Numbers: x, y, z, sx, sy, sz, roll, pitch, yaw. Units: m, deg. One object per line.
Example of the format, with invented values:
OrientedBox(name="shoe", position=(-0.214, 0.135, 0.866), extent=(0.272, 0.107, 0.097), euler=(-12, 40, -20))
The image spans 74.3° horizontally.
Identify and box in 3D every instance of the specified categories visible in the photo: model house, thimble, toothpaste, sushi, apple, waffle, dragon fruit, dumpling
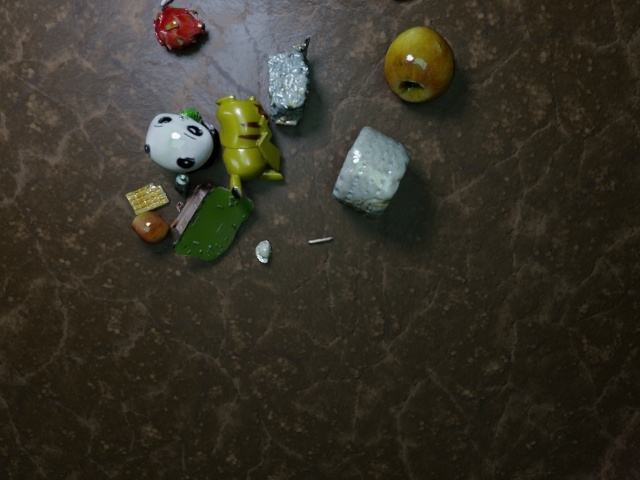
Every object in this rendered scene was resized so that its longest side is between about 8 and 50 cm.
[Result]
OrientedBox(name="model house", position=(-0.402, -0.089, 1.516), extent=(0.207, 0.154, 0.293), euler=(18, 115, -50))
OrientedBox(name="thimble", position=(0.164, -0.220, 1.430), extent=(0.195, 0.291, 0.291), euler=(27, 99, -1))
OrientedBox(name="toothpaste", position=(-0.472, -0.187, 1.435), extent=(0.060, 0.233, 0.038), euler=(40, 72, -12))
OrientedBox(name="sushi", position=(-0.105, -0.522, 1.400), extent=(0.140, 0.184, 0.273), euler=(0, 99, -5))
OrientedBox(name="apple", position=(0.328, -0.580, 1.394), extent=(0.237, 0.237, 0.207), euler=(26, 72, -8))
OrientedBox(name="apple", position=(-0.602, -0.047, 1.504), extent=(0.102, 0.126, 0.126), euler=(-45, 100, -10))
OrientedBox(name="waffle", position=(-0.625, -0.154, 1.531), extent=(0.135, 0.021, 0.092), euler=(-25, 101, 2))
OrientedBox(name="dragon fruit", position=(-0.462, -0.693, 1.376), extent=(0.166, 0.133, 0.136), euler=(-5, 95, 0))
OrientedBox(name="dumpling", position=(-0.215, 0.040, 1.583), extent=(0.060, 0.043, 0.077), euler=(4, 118, 13))

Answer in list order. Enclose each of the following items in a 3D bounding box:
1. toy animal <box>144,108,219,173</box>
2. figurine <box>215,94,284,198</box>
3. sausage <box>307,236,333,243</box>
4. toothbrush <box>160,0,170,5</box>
OrientedBox(name="toy animal", position=(-0.446, -0.326, 1.386), extent=(0.213, 0.267, 0.212), euler=(0, 97, -1))
OrientedBox(name="figurine", position=(-0.245, -0.325, 1.446), extent=(0.218, 0.169, 0.326), euler=(-18, 115, -42))
OrientedBox(name="sausage", position=(0.000, 0.000, 1.597), extent=(0.100, 0.015, 0.015), euler=(-10, 102, -1))
OrientedBox(name="toothbrush", position=(-0.417, -0.886, 1.393), extent=(0.307, 0.025, 0.029), euler=(-41, 92, 5))
